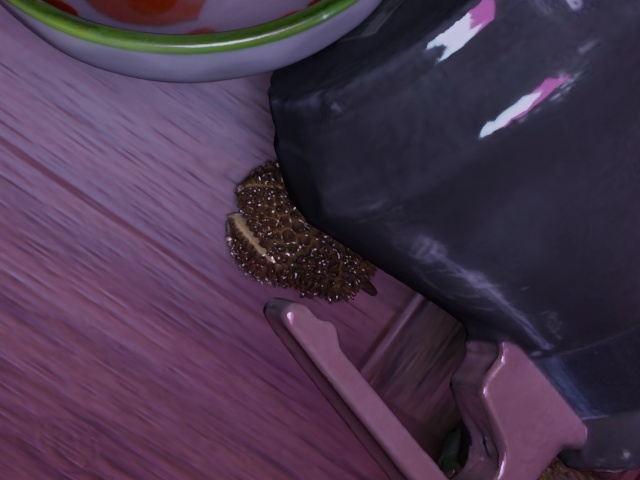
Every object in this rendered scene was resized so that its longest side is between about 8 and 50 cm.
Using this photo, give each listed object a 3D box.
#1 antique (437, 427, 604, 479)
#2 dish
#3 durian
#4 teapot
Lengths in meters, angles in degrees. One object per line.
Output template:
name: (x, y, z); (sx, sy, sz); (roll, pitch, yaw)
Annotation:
antique: (0.196, 0.257, 1.072); (0.284, 0.150, 0.125); (37, 112, -5)
dish: (-0.081, -0.219, 0.928); (0.324, 0.124, 0.324); (0, 59, 1)
durian: (-0.001, 0.002, 1.039); (0.140, 0.071, 0.110); (41, 92, -17)
teapot: (0.142, -0.012, 0.939); (0.376, 0.305, 0.362); (-47, 110, -17)
